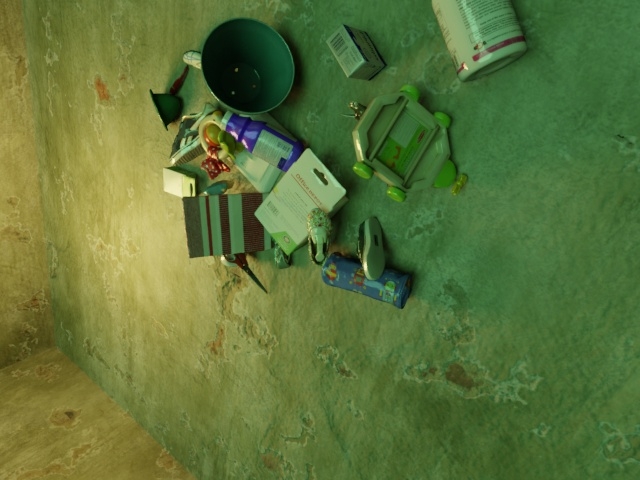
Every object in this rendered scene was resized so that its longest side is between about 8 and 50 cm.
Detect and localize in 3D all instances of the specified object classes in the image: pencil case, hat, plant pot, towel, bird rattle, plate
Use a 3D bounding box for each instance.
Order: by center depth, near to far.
[{"bbox_3d":[-0.251,-0.548,1.374,0.195,0.291,0.289,-167,62,-72],"label":"plant pot"},{"bbox_3d":[0.154,0.128,1.375,0.306,0.133,0.119,16,89,29],"label":"pencil case"},{"bbox_3d":[-0.371,-0.361,1.535,0.254,0.143,0.206,-22,97,50],"label":"bird rattle"},{"bbox_3d":[-0.247,-0.347,1.551,0.277,0.045,0.278,46,125,14],"label":"plate"},{"bbox_3d":[-0.346,-0.062,1.574,0.037,0.330,0.236,-135,43,-64],"label":"towel"},{"bbox_3d":[-0.596,-0.578,1.735,0.208,0.184,0.172,123,125,-77],"label":"hat"}]

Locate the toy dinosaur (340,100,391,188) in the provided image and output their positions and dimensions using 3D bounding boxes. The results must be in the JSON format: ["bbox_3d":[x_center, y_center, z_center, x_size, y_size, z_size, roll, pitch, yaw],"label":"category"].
[{"bbox_3d":[0.194,-0.284,1.235,0.160,0.121,0.313,3,117,59],"label":"toy dinosaur"}]

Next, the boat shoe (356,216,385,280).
[{"bbox_3d":[0.156,0.032,1.325,0.070,0.078,0.219,-31,45,45],"label":"boat shoe"}]

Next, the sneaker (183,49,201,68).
[{"bbox_3d":[-0.433,-0.663,1.554,0.237,0.085,0.086,20,111,30],"label":"sneaker"}]

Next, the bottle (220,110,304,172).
[{"bbox_3d":[-0.199,-0.343,1.409,0.283,0.092,0.118,28,121,-6],"label":"bottle"}]

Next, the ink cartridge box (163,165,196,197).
[{"bbox_3d":[-0.600,-0.249,1.818,0.209,0.062,0.108,20,116,28],"label":"ink cartridge box"}]

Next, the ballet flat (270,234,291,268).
[{"bbox_3d":[-0.152,0.006,1.594,0.068,0.072,0.213,-7,103,8],"label":"ballet flat"}]

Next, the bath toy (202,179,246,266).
[{"bbox_3d":[-0.372,-0.064,1.680,0.129,0.152,0.347,-144,43,-65],"label":"bath toy"}]

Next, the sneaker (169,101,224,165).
[{"bbox_3d":[-0.507,-0.424,1.660,0.321,0.126,0.127,-30,92,26],"label":"sneaker"}]

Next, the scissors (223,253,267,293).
[{"bbox_3d":[-0.312,0.115,1.677,0.021,0.109,0.296,36,148,62],"label":"scissors"}]

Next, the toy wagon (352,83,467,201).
[{"bbox_3d":[0.252,-0.238,1.133,0.345,0.068,0.267,33,86,-19],"label":"toy wagon"}]

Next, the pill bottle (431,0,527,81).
[{"bbox_3d":[0.363,-0.545,0.984,0.161,0.160,0.282,-19,94,38],"label":"pill bottle"}]

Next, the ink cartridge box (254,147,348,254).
[{"bbox_3d":[-0.051,-0.138,1.430,0.207,0.119,0.353,51,127,7],"label":"ink cartridge box"}]

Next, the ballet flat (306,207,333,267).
[{"bbox_3d":[0.000,0.000,1.367,0.091,0.077,0.240,-5,138,1],"label":"ballet flat"}]

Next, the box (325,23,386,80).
[{"bbox_3d":[0.104,-0.534,1.184,0.072,0.137,0.126,-33,85,36],"label":"box"}]
